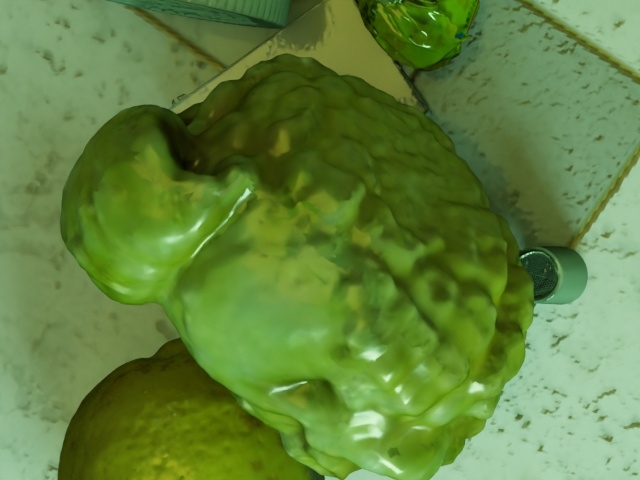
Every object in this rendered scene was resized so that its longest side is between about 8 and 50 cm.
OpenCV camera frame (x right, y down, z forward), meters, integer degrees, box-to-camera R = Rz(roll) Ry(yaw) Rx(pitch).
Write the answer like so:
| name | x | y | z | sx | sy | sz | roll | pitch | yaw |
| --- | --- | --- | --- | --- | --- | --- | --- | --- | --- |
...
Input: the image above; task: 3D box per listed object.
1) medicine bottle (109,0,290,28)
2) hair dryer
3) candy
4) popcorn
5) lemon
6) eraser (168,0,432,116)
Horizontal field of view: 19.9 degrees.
| name | x | y | z | sx | sy | sz | roll | pitch | yaw |
| --- | --- | --- | --- | --- | --- | --- | --- | --- | --- |
| medicine bottle | -0.070 | -0.302 | 1.143 | 0.158 | 0.158 | 0.318 | 10 | 93 | 10 |
| hair dryer | 0.106 | 0.007 | 1.168 | 0.124 | 0.063 | 0.038 | 21 | 96 | 22 |
| candy | 0.007 | -0.183 | 1.095 | 0.073 | 0.262 | 0.077 | -26 | 51 | 31 |
| popcorn | 0.000 | 0.000 | 1.087 | 0.286 | 0.225 | 0.174 | 38 | 129 | -6 |
| lemon | -0.082 | 0.162 | 1.148 | 0.170 | 0.170 | 0.207 | -9 | 89 | 11 |
| eraser | -0.016 | -0.085 | 1.203 | 0.150 | 0.023 | 0.104 | -34 | 85 | 9 |
